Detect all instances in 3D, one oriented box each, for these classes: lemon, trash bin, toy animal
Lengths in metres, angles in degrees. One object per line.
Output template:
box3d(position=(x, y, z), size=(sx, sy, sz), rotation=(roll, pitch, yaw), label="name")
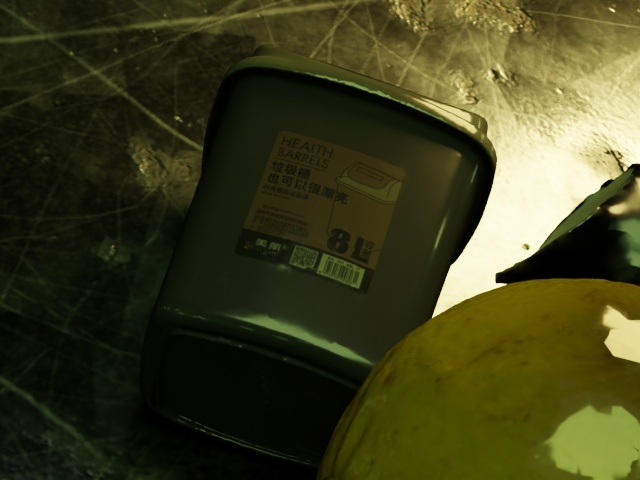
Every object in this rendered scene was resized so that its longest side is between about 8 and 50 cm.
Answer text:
box3d(position=(0.142, 0.161, 0.916), size=(0.297, 0.297, 0.297), rotation=(9, 48, -10), label="lemon")
box3d(position=(0.000, 0.000, 1.126), size=(0.209, 0.182, 0.290), rotation=(19, 52, 0), label="trash bin")
box3d(position=(0.242, 0.040, 1.206), size=(0.179, 0.138, 0.166), rotation=(43, 70, 10), label="toy animal")
